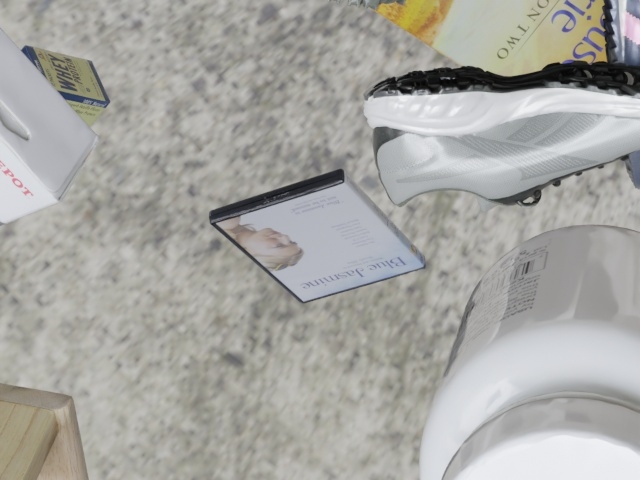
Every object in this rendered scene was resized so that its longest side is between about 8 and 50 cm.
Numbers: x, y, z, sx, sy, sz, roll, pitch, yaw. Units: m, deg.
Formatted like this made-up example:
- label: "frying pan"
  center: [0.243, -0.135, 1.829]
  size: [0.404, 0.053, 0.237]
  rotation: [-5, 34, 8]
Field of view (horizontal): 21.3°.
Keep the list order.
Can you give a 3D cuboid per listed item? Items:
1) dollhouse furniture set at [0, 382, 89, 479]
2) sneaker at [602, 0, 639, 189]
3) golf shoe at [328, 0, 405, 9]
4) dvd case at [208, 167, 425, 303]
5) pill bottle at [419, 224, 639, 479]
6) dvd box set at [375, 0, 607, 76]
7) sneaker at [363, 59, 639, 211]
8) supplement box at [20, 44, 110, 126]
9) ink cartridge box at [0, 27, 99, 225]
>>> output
- label: "dollhouse furniture set"
  center: [-0.175, 0.140, 0.618]
  size: [0.144, 0.151, 0.123]
  rotation: [9, 135, 11]
- label: "sneaker"
  center: [0.297, -0.197, 1.393]
  size: [0.131, 0.112, 0.319]
  rotation: [-4, 109, 6]
- label: "golf shoe"
  center: [-0.028, -0.285, 1.322]
  size: [0.273, 0.105, 0.120]
  rotation: [44, 127, 21]
- label: "dvd case"
  center: [0.000, 0.000, 2.100]
  size: [0.180, 0.022, 0.253]
  rotation: [-17, 148, 20]
- label: "pill bottle"
  center: [0.109, 0.084, 0.705]
  size: [0.131, 0.229, 0.131]
  rotation: [3, 106, 10]
- label: "dvd box set"
  center: [0.167, -0.307, 1.513]
  size: [0.420, 0.062, 0.307]
  rotation: [30, 110, -23]
- label: "sneaker"
  center: [0.171, -0.077, 1.294]
  size: [0.272, 0.100, 0.108]
  rotation: [-2, 106, 8]
- label: "supplement box"
  center: [-0.262, -0.132, 1.622]
  size: [0.083, 0.083, 0.056]
  rotation: [-45, 56, 29]
- label: "ink cartridge box"
  center: [-0.227, -0.063, 1.056]
  size: [0.150, 0.063, 0.109]
  rotation: [-18, 122, 41]
